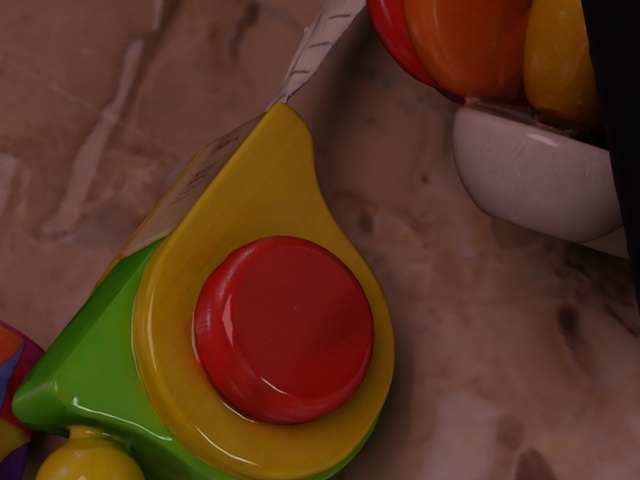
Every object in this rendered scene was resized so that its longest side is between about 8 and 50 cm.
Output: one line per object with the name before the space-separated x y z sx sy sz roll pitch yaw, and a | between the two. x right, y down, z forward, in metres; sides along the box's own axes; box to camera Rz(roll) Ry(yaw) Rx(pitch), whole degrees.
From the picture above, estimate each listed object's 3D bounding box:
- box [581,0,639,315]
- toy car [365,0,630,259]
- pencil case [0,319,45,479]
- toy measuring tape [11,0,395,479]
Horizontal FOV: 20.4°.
box | 0.334 -0.055 0.419 0.472 0.480 0.297 24 74 23
toy car | 0.088 -0.085 0.668 0.136 0.182 0.159 19 93 25
pencil case | -0.184 0.134 0.691 0.104 0.104 0.236 12 69 19
toy measuring tape | 0.000 0.000 0.710 0.121 0.121 0.330 21 56 22
